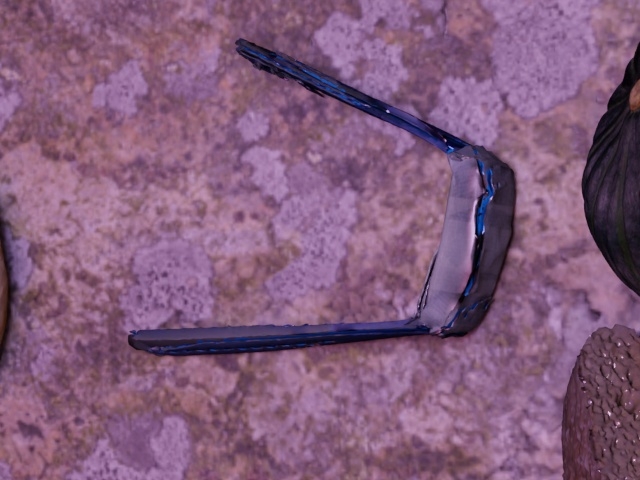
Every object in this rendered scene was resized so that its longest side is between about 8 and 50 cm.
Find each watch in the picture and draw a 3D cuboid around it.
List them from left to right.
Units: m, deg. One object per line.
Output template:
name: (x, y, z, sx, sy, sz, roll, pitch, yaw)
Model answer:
watch: (0.001, 0.013, 1.506, 0.274, 0.068, 0.276, 24, 100, 25)

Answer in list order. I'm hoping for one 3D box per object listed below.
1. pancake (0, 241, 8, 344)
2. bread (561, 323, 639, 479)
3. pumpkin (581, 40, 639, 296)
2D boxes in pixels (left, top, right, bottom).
pancake: (-0.438, 0.024, 1.716, 0.387, 0.082, 0.387, 1, 93, 23)
bread: (0.222, 0.226, 1.313, 0.102, 0.183, 0.337, 3, 46, -4)
pumpkin: (0.294, -0.057, 1.298, 0.250, 0.216, 0.250, -29, 46, 35)
